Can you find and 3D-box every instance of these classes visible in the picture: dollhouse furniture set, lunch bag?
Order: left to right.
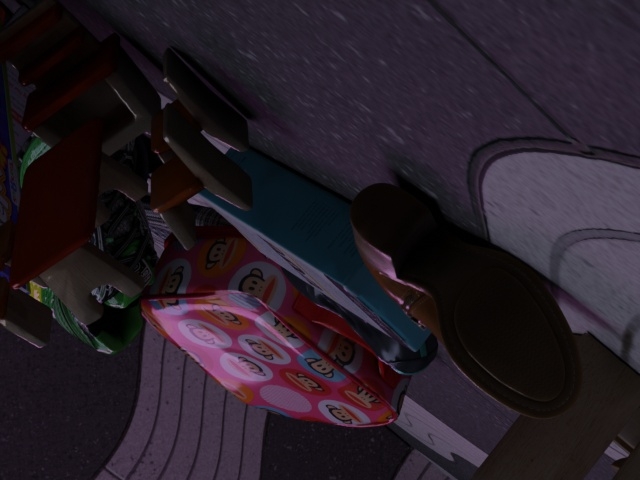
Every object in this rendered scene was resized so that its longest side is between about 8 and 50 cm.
[{"bbox_3d":[-0.199,-0.063,1.239,0.135,0.262,0.259,45,-157,-32],"label":"dollhouse furniture set"},{"bbox_3d":[-0.033,0.099,1.769,0.258,0.120,0.293,-2,144,45],"label":"lunch bag"},{"bbox_3d":[0.176,0.153,1.090,0.144,0.123,0.151,39,174,-5],"label":"dollhouse furniture set"}]

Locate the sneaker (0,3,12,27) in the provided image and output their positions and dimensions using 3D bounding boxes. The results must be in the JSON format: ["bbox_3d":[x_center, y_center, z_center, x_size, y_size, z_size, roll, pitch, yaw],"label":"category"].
[{"bbox_3d":[-0.433,-0.241,1.682,0.090,0.145,0.270,35,173,30],"label":"sneaker"}]

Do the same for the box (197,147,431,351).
[{"bbox_3d":[0.000,0.000,1.301,0.100,0.060,0.244,43,173,-38],"label":"box"}]

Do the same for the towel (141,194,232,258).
[{"bbox_3d":[-0.101,0.049,1.981,0.312,0.056,0.324,12,157,44],"label":"towel"}]

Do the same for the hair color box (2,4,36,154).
[{"bbox_3d":[-0.321,-0.145,1.617,0.093,0.167,0.053,41,174,-13],"label":"hair color box"}]

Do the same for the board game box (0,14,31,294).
[{"bbox_3d":[-0.360,-0.136,1.414,0.233,0.078,0.347,50,-154,-62],"label":"board game box"}]

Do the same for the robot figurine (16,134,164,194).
[{"bbox_3d":[-0.306,-0.099,1.876,0.209,0.173,0.278,46,171,-30],"label":"robot figurine"}]

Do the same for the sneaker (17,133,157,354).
[{"bbox_3d":[-0.219,-0.024,1.651,0.146,0.134,0.343,36,142,24],"label":"sneaker"}]

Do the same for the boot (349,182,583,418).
[{"bbox_3d":[0.103,0.050,1.038,0.197,0.073,0.152,49,177,24],"label":"boot"}]

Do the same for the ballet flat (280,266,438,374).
[{"bbox_3d":[0.032,0.038,1.410,0.203,0.074,0.074,42,177,39],"label":"ballet flat"}]
